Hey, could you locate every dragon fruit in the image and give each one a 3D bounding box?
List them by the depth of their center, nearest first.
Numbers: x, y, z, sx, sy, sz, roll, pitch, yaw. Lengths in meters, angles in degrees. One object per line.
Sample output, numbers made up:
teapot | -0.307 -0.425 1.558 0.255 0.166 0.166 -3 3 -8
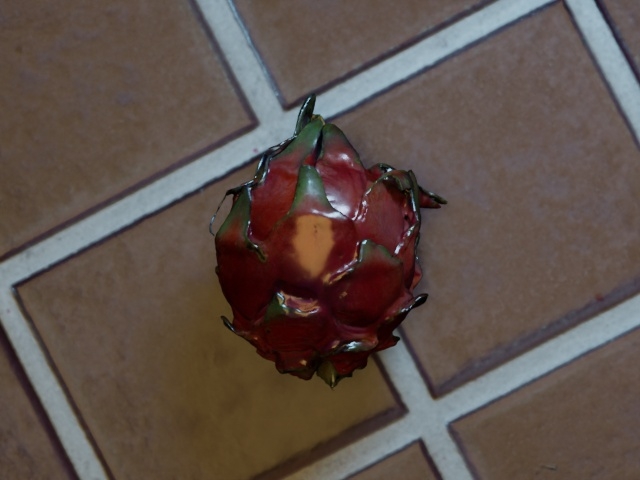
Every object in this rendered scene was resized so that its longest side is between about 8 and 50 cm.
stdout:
dragon fruit | 0.000 0.000 1.766 0.192 0.193 0.274 -4 89 30
